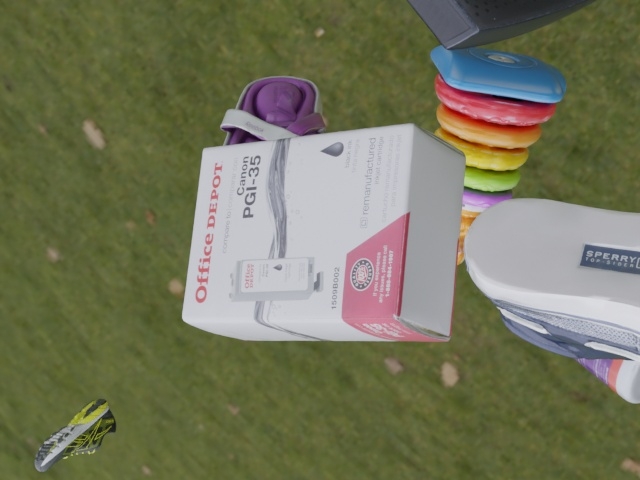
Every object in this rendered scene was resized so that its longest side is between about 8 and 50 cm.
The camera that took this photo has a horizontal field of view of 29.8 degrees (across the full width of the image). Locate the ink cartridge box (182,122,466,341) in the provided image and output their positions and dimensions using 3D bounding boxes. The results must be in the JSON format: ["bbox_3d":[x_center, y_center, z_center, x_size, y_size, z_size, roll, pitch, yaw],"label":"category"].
[{"bbox_3d":[0.000,0.000,1.282,0.283,0.207,0.117,-4,164,36],"label":"ink cartridge box"}]

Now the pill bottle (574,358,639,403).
[{"bbox_3d":[0.272,0.065,1.201,0.193,0.108,0.108,42,155,37],"label":"pill bottle"}]

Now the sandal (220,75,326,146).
[{"bbox_3d":[-0.063,-0.155,1.630,0.416,0.169,0.102,-105,9,-61],"label":"sandal"}]

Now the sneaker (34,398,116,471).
[{"bbox_3d":[-0.210,0.176,1.047,0.031,0.083,0.035,2,128,58],"label":"sneaker"}]

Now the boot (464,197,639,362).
[{"bbox_3d":[0.166,0.030,0.566,0.190,0.069,0.086,15,161,29],"label":"boot"}]

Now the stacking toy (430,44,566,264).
[{"bbox_3d":[0.211,-0.101,1.619,0.166,0.175,0.302,8,111,-7],"label":"stacking toy"}]

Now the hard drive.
[{"bbox_3d":[0.142,-0.239,0.943,0.172,0.255,0.054,53,139,11],"label":"hard drive"}]
